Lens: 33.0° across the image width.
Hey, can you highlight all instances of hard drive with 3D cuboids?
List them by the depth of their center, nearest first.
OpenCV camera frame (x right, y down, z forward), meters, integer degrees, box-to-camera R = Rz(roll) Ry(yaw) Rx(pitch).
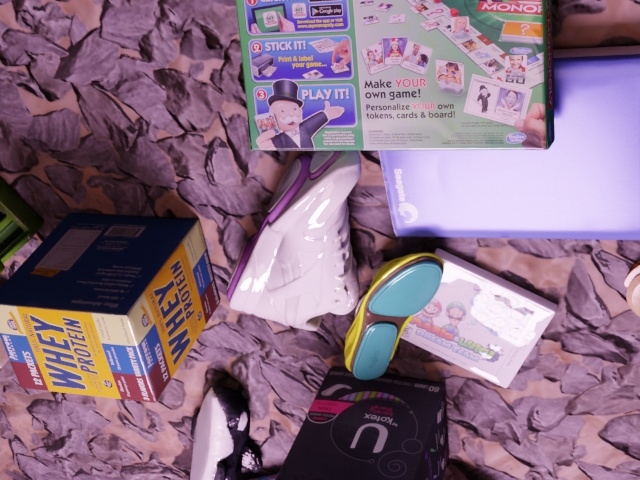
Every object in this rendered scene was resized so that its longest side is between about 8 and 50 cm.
[{"bbox_3d":[0.217,-0.096,1.132,0.318,0.040,0.210,1,124,22],"label":"hard drive"}]

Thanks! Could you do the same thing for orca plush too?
[{"bbox_3d":[-0.126,0.340,1.542,0.102,0.151,0.287,3,97,-21],"label":"orca plush"}]

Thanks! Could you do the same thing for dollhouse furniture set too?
[{"bbox_3d":[-0.544,0.043,1.449,0.151,0.198,0.301,45,128,-14],"label":"dollhouse furniture set"}]

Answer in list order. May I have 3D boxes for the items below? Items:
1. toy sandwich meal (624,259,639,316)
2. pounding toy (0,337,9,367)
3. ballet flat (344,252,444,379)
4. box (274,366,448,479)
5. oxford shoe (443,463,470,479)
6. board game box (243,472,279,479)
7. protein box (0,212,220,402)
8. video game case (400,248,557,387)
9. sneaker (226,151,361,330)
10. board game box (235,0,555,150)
[{"bbox_3d":[0.373,0.055,1.187,0.085,0.029,0.086,9,128,11],"label":"toy sandwich meal"},{"bbox_3d":[-0.488,0.129,1.525,0.130,0.141,0.100,-20,114,33],"label":"pounding toy"},{"bbox_3d":[0.078,0.073,1.291,0.077,0.077,0.231,7,135,-18],"label":"ballet flat"},{"bbox_3d":[0.050,0.305,1.345,0.165,0.270,0.143,6,126,18],"label":"box"},{"bbox_3d":[0.107,0.409,1.483,0.271,0.097,0.098,-38,62,14],"label":"oxford shoe"},{"bbox_3d":[-0.033,0.444,1.582,0.160,0.039,0.212,-19,91,32],"label":"board game box"},{"bbox_3d":[-0.264,0.078,1.355,0.199,0.201,0.136,3,125,21],"label":"protein box"},{"bbox_3d":[0.183,0.096,1.301,0.157,0.019,0.143,26,130,4],"label":"video game case"},{"bbox_3d":[0.000,0.000,1.261,0.152,0.114,0.305,26,139,-6],"label":"sneaker"},{"bbox_3d":[0.070,-0.197,1.080,0.317,0.046,0.214,2,107,22],"label":"board game box"}]
